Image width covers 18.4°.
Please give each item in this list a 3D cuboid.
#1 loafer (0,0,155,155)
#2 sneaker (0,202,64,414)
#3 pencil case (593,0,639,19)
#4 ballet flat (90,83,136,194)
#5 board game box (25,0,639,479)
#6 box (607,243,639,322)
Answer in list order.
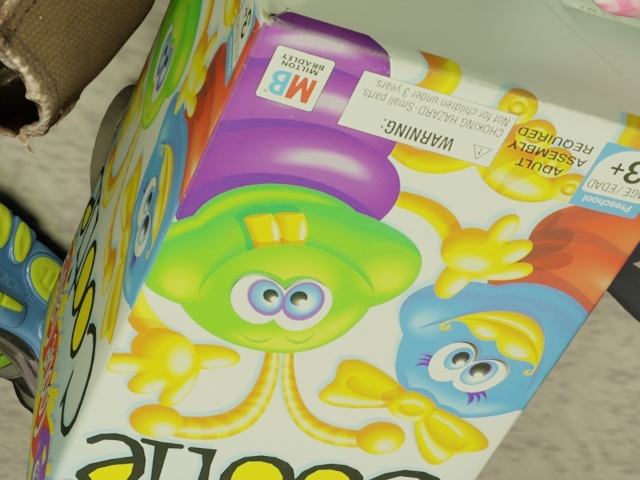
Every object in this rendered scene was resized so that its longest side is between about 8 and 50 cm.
[{"bbox_3d":[-0.232,-0.102,0.704,0.366,0.130,0.134,1,143,17],"label":"loafer"},{"bbox_3d":[-0.147,0.033,0.934,0.078,0.067,0.188,13,153,40],"label":"sneaker"},{"bbox_3d":[0.197,-0.105,0.569,0.273,0.113,0.124,14,136,0],"label":"pencil case"},{"bbox_3d":[-0.052,0.030,0.873,0.058,0.084,0.250,13,140,16],"label":"ballet flat"},{"bbox_3d":[0.000,0.000,0.693,0.144,0.142,0.275,15,133,-14],"label":"board game box"},{"bbox_3d":[0.194,-0.013,0.713,0.156,0.093,0.158,-18,135,38],"label":"box"}]
